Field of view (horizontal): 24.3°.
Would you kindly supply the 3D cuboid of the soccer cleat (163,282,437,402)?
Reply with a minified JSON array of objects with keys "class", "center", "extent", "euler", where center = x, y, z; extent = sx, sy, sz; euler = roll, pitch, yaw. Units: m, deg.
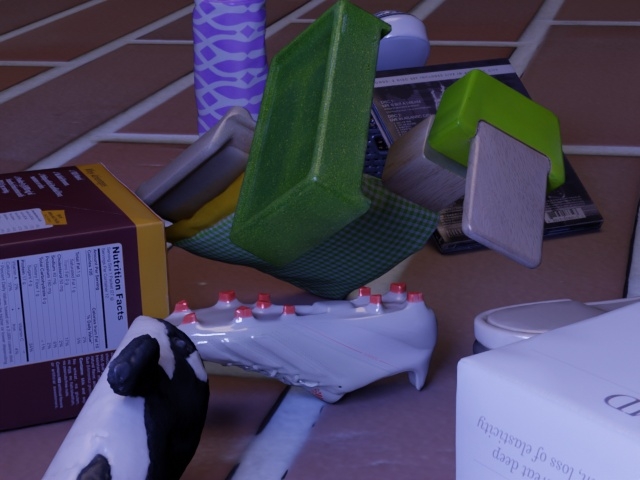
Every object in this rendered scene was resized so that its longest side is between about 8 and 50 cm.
[{"class":"soccer cleat","center":[-0.015,0.073,0.987],"extent":[0.196,0.076,0.068],"euler":[-3,12,-14]}]

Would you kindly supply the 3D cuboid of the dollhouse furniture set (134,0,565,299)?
[{"class":"dollhouse furniture set","center":[0.000,0.000,1.042],"extent":[0.198,0.151,0.301],"euler":[26,-36,-25]}]

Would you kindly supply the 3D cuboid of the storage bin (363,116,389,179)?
[{"class":"storage bin","center":[0.071,-0.095,1.518],"extent":[0.122,0.084,0.180],"euler":[-4,17,-6]}]

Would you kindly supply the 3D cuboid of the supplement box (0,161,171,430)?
[{"class":"supplement box","center":[-0.221,0.036,1.042],"extent":[0.194,0.129,0.191],"euler":[-8,18,-20]}]

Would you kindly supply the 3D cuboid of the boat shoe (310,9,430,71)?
[{"class":"boat shoe","center":[0.023,-0.203,1.625],"extent":[0.108,0.102,0.301],"euler":[0,-14,-22]}]

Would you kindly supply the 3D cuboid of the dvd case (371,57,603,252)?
[{"class":"dvd case","center":[0.146,-0.085,1.395],"extent":[0.165,0.018,0.221],"euler":[-9,52,-21]}]

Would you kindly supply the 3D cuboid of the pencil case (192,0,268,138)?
[{"class":"pencil case","center":[-0.094,-0.186,1.628],"extent":[0.086,0.206,0.088],"euler":[12,27,21]}]

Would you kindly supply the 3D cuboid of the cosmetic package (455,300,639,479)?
[{"class":"cosmetic package","center":[0.272,0.110,0.716],"extent":[0.385,0.156,0.217],"euler":[-13,22,-36]}]

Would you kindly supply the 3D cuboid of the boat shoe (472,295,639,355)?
[{"class":"boat shoe","center":[0.243,0.084,0.946],"extent":[0.335,0.095,0.112],"euler":[-3,14,-21]}]

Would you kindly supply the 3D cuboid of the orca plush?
[{"class":"orca plush","center":[-0.093,0.139,0.757],"extent":[0.102,0.151,0.287],"euler":[30,14,-4]}]
